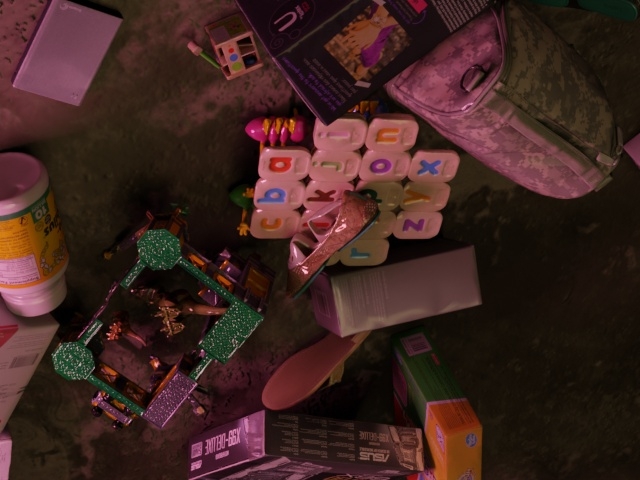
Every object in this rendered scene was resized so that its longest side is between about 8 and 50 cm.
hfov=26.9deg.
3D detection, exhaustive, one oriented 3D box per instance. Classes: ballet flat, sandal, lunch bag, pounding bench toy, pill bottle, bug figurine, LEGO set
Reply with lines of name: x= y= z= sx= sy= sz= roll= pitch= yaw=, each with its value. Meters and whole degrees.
ballet flat: x=0.351 y=-0.351 z=1.827 sx=0.074 sy=0.203 sz=0.074 roll=-50 pitch=150 yaw=-45
sandal: x=0.018 y=0.199 z=2.149 sx=0.240 sy=0.088 sz=0.079 roll=-46 pitch=133 yaw=6
lunch bag: x=0.250 y=-0.199 z=1.812 sx=0.305 sy=0.256 sz=0.212 roll=29 pitch=111 yaw=-39
pounding bench toy: x=-0.125 y=-0.244 z=1.739 sx=0.083 sy=0.052 sz=0.065 roll=-23 pitch=133 yaw=-6
pill bottle: x=-0.397 y=-0.003 z=1.765 sx=0.117 sy=0.117 sz=0.208 roll=-16 pitch=131 yaw=-12
ballet flat: x=0.000 y=0.000 z=1.873 sx=0.067 sy=0.073 sz=0.206 roll=39 pitch=119 yaw=-8
bug figurine: x=-0.012 y=-0.105 z=1.893 sx=0.216 sy=0.072 sz=0.279 roll=1 pitch=131 yaw=-18
LEGO set: x=-0.218 y=0.098 z=1.933 sx=0.255 sy=0.192 sz=0.331 roll=29 pitch=111 yaw=-7

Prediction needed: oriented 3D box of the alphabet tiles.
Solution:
alphabet tiles: x=0.045 y=-0.067 z=1.862 sx=0.278 sy=0.021 sz=0.284 roll=-1 pitch=137 yaw=-12

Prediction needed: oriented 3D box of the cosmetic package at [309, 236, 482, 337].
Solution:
cosmetic package: x=0.113 y=0.068 z=2.040 sx=0.238 sy=0.127 sz=0.107 roll=-15 pitch=101 yaw=-18

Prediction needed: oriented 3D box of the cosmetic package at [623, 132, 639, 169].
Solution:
cosmetic package: x=0.608 y=-0.184 z=2.127 sx=0.239 sy=0.060 sz=0.099 roll=-40 pitch=133 yaw=10

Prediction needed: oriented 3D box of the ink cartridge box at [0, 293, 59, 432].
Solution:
ink cartridge box: x=-0.485 y=0.177 z=1.859 sx=0.158 sy=0.092 sz=0.218 roll=-3 pitch=130 yaw=-52

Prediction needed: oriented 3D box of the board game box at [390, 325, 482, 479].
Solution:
board game box: x=0.194 y=0.338 z=2.238 sx=0.064 sy=0.242 sz=0.316 roll=-15 pitch=131 yaw=-11

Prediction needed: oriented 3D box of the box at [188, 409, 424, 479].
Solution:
box: x=-0.024 y=0.347 z=2.173 sx=0.307 sy=0.076 sz=0.242 roll=12 pitch=156 yaw=-32

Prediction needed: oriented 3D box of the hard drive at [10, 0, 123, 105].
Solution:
hard drive: x=-0.317 y=-0.240 z=1.674 sx=0.094 sy=0.022 sz=0.135 roll=15 pitch=119 yaw=-33

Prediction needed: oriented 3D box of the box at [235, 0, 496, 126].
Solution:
box: x=0.055 y=-0.304 z=1.697 sx=0.270 sy=0.165 sz=0.143 roll=-35 pitch=133 yaw=5

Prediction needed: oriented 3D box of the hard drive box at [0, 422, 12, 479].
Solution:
hard drive box: x=-0.584 y=0.340 z=1.978 sx=0.232 sy=0.089 sz=0.181 roll=-3 pitch=127 yaw=-24
